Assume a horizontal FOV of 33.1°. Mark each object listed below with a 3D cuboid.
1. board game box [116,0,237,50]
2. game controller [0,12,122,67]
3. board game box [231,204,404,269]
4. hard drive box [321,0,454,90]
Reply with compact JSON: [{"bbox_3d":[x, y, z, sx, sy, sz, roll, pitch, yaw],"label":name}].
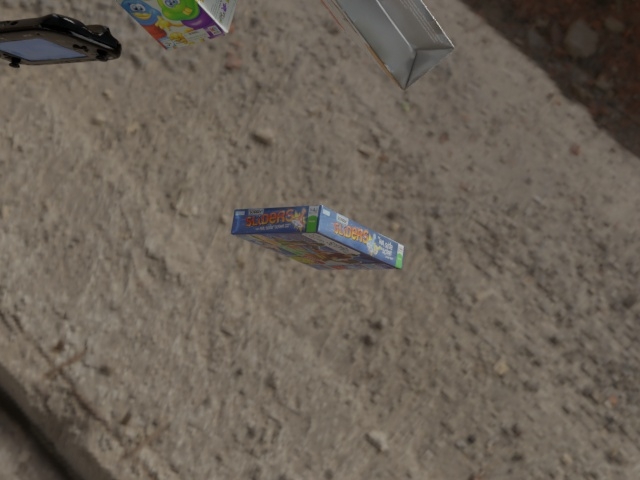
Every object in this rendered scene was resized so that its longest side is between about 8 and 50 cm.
[{"bbox_3d":[-0.272,-0.465,1.783,0.275,0.142,0.144,43,49,-44],"label":"board game box"},{"bbox_3d":[-0.496,-0.346,1.882,0.166,0.319,0.067,2,92,-49],"label":"game controller"},{"bbox_3d":[0.000,0.000,1.389,0.201,0.136,0.035,25,69,-53],"label":"board game box"},{"bbox_3d":[0.057,-0.327,1.427,0.181,0.089,0.232,47,6,-34],"label":"hard drive box"}]
